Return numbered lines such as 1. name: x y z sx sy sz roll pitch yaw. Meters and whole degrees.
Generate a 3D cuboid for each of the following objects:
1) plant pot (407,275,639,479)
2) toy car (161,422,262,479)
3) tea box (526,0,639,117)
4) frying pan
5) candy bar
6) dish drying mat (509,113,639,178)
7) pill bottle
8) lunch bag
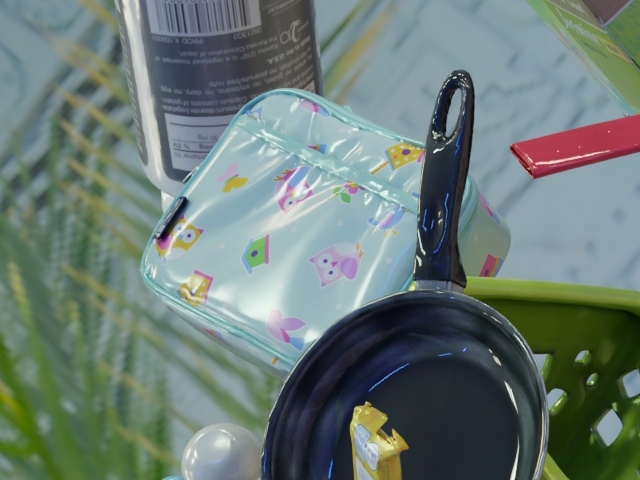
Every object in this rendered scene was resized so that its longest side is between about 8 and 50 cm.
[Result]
1. plant pot: 0.159 0.175 1.365 0.228 0.227 0.207 4 -55 -31
2. toy car: -0.089 0.267 1.778 0.136 0.182 0.159 -25 -37 -1
3. tea box: 0.360 -0.217 1.522 0.329 0.323 0.220 -45 24 3
4. frying pan: 0.044 0.071 1.233 0.197 0.326 0.053 -23 -33 22
5. candy bar: 0.032 0.144 0.972 0.018 0.040 0.161 -22 -47 -19
6. dish drying mat: 0.144 -0.050 1.042 0.083 0.032 0.008 -14 -56 -15
7. pill bottle: -0.098 -0.165 2.052 0.204 0.204 0.361 -39 -45 -42
8. lunch bag: 0.000 0.000 1.581 0.224 0.279 0.108 -57 -40 -7
